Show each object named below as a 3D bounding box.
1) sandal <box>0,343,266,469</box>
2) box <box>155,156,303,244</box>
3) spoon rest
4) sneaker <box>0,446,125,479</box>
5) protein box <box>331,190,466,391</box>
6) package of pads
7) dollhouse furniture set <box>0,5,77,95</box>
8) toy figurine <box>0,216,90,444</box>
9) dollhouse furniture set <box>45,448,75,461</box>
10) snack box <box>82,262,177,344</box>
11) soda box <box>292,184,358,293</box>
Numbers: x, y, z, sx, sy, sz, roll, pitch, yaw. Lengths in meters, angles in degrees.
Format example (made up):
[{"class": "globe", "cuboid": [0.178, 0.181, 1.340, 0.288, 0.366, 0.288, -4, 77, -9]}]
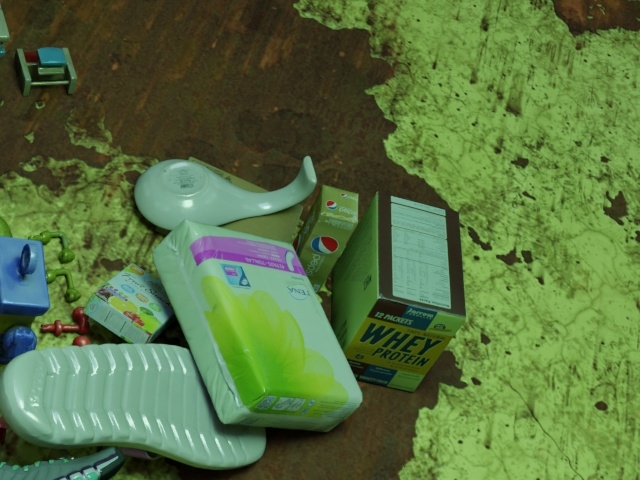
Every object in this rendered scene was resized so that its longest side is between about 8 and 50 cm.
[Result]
[{"class": "sandal", "cuboid": [-0.245, 0.216, 1.636, 0.416, 0.102, 0.169, 19, 48, -43]}, {"class": "box", "cuboid": [-0.140, -0.034, 1.979, 0.201, 0.021, 0.164, 24, 46, -5]}, {"class": "spoon rest", "cuboid": [-0.147, -0.073, 1.954, 0.276, 0.084, 0.137, -5, 52, -11]}, {"class": "sneaker", "cuboid": [-0.329, 0.273, 1.446, 0.223, 0.083, 0.098, -28, 74, -39]}, {"class": "protein box", "cuboid": [0.111, 0.077, 1.875, 0.136, 0.200, 0.201, 14, 48, -13]}, {"class": "package of pads", "cuboid": [-0.084, 0.123, 1.768, 0.229, 0.101, 0.297, 15, 42, -50]}, {"class": "dollhouse furniture set", "cuboid": [-0.479, -0.317, 1.987, 0.183, 0.129, 0.129, -5, 55, -27]}, {"class": "toy figurine", "cuboid": [-0.377, 0.056, 1.660, 0.191, 0.217, 0.363, 4, 52, -22]}, {"class": "dollhouse furniture set", "cuboid": [-0.400, 0.318, 1.483, 0.259, 0.135, 0.262, 42, 48, 13]}, {"class": "snack box", "cuboid": [-0.256, 0.091, 1.774, 0.100, 0.037, 0.141, 34, 22, 4]}, {"class": "soda box", "cuboid": [0.000, 0.000, 1.903, 0.058, 0.181, 0.061, 15, 48, -13]}]
